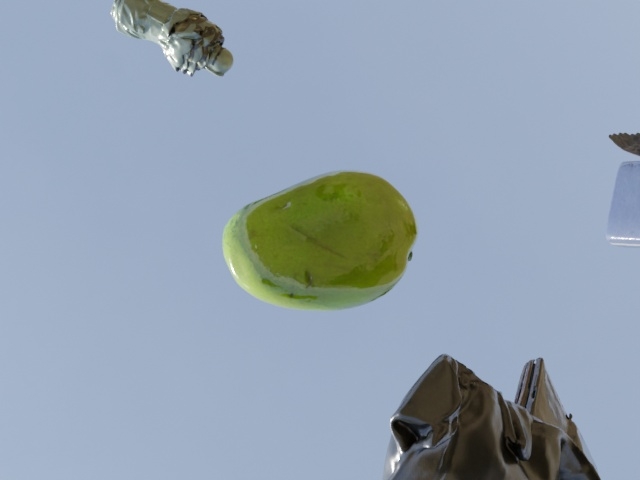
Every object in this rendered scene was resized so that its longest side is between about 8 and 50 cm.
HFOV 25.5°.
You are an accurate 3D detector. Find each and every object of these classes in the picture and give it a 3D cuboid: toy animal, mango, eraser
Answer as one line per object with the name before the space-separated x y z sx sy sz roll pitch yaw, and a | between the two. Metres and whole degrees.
toy animal | 0.235 -0.073 0.937 0.028 0.084 0.050 9 -124 -50
mango | 0.003 0.006 1.198 0.089 0.163 0.117 86 161 -79
eraser | 0.337 -0.033 1.314 0.036 0.225 0.082 15 -95 -25

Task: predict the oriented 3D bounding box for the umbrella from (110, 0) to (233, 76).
umbrella | -0.154 -0.218 1.487 0.143 0.067 0.062 32 -162 6

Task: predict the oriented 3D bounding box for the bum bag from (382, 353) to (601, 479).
bum bag | 0.110 0.178 1.015 0.079 0.142 0.326 26 174 36

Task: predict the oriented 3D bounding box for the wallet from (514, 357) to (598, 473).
wallet | 0.270 0.252 1.553 0.230 0.042 0.124 60 -151 -21
